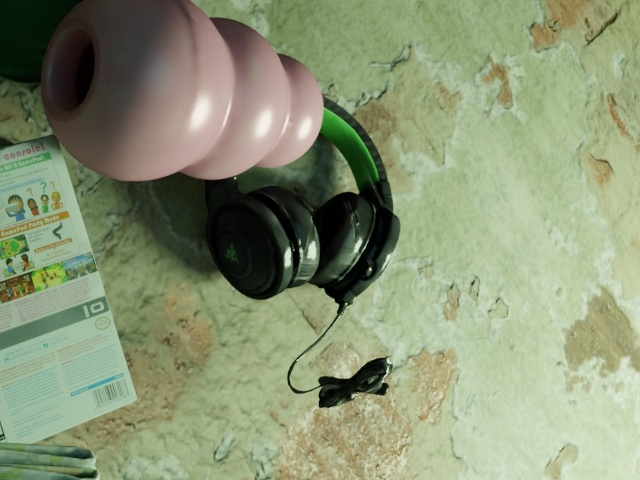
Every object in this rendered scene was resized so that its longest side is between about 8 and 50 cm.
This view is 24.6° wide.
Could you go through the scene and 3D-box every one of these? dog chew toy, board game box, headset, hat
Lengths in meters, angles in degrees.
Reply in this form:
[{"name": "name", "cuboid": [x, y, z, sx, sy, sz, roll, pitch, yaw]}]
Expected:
[{"name": "dog chew toy", "cuboid": [-0.133, -0.156, 1.588, 0.332, 0.206, 0.207, 8, 80, -43]}, {"name": "board game box", "cuboid": [-0.348, 0.063, 1.536, 0.224, 0.097, 0.303, -19, 97, -36]}, {"name": "headset", "cuboid": [0.000, 0.000, 1.733, 0.243, 0.185, 0.394, 4, 71, -34]}, {"name": "hat", "cuboid": [-0.271, -0.279, 1.572, 0.173, 0.183, 0.208, 46, 62, -23]}]

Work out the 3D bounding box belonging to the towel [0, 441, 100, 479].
[{"name": "towel", "cuboid": [-0.398, 0.346, 1.378, 0.320, 0.090, 0.374, 10, 114, -34]}]
